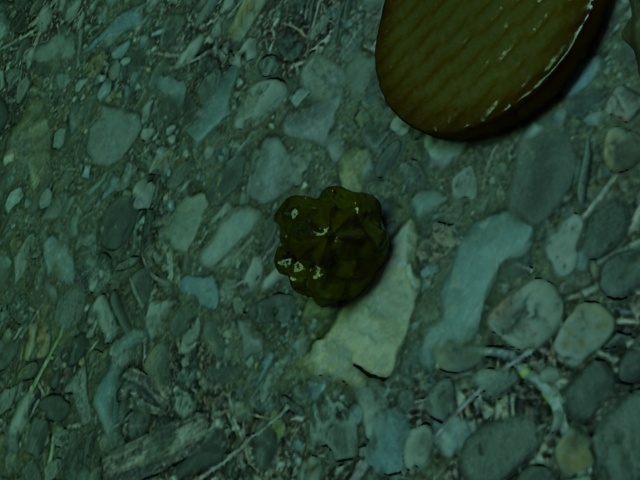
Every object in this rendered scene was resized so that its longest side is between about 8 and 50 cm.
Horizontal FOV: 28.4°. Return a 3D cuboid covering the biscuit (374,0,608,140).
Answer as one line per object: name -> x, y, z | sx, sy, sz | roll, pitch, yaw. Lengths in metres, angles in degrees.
biscuit -> 0.185, -0.257, 1.379 | 0.318, 0.040, 0.318 | -24, 55, 39

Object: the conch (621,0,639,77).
conch -> 0.399, -0.164, 0.997 | 0.263, 0.186, 0.324 | -45, 52, 20

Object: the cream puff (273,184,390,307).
cream puff -> 0.000, 0.000, 1.395 | 0.146, 0.116, 0.146 | -18, 62, 38
